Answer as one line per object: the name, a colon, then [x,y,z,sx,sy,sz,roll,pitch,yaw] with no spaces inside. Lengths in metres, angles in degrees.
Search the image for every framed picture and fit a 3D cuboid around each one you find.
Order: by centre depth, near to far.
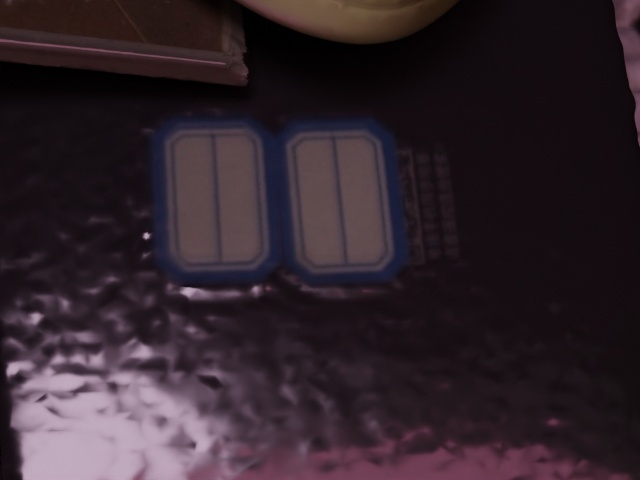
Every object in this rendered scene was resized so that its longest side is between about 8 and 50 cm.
framed picture: [-0.144,-0.196,0.913,0.209,0.019,0.281,6,52,-15]

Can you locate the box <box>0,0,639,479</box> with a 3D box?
box: [0.000,0.000,0.898,0.350,0.091,0.359,-4,68,-9]

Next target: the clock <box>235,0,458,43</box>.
clock: [0.009,-0.268,0.931,0.286,0.117,0.348,35,48,12]
